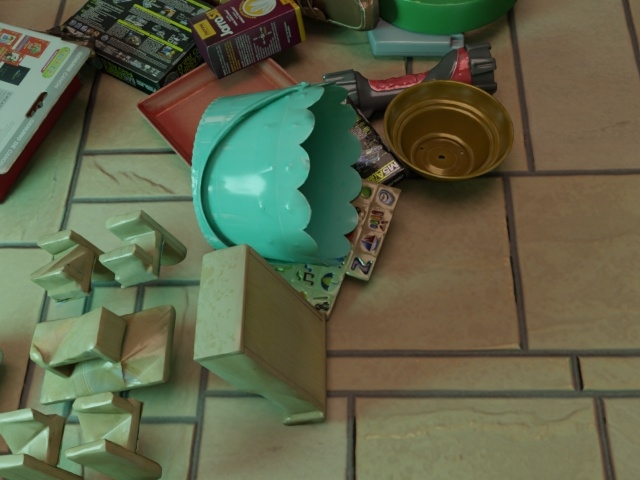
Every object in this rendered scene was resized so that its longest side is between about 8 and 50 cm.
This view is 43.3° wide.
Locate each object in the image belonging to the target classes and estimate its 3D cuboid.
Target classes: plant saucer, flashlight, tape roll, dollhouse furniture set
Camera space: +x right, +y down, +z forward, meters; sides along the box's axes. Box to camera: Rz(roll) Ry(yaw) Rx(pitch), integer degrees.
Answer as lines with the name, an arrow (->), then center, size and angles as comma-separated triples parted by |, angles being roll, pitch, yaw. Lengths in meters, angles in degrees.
plant saucer -> -0.164, -0.230, 1.463 | 0.258, 0.047, 0.259 | -34, 56, -15
flashlight -> 0.158, -0.287, 1.452 | 0.304, 0.103, 0.103 | -7, 33, 2
tape roll -> 0.233, -0.536, 1.549 | 0.321, 0.077, 0.321 | -2, 59, 3
dollhouse furniture set -> -0.220, 0.168, 1.181 | 0.394, 0.256, 0.362 | -14, 55, 21

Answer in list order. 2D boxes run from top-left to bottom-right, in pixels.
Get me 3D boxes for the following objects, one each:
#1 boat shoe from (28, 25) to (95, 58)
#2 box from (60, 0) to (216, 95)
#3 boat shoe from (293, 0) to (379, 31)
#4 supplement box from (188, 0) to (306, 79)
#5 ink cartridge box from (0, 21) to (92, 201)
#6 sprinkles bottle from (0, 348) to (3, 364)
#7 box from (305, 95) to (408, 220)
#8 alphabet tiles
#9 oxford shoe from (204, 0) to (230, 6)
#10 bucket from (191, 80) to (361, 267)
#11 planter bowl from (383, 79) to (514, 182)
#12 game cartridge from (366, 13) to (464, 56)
boat shoe -> -0.491, -0.384, 1.536 | 0.152, 0.056, 0.049 | 18, 96, 13
box -> -0.349, -0.412, 1.595 | 0.270, 0.060, 0.216 | 28, 64, 20
boat shoe -> -0.011, -0.471, 1.548 | 0.116, 0.123, 0.324 | -27, 43, -23
supplement box -> -0.135, -0.391, 1.496 | 0.188, 0.081, 0.104 | -26, 54, -9
ink cartridge box -> -0.581, -0.233, 1.464 | 0.272, 0.130, 0.309 | 17, 62, 15
sprinkles bottle -> -0.571, 0.304, 1.143 | 0.121, 0.121, 0.355 | 6, 60, 9
box -> 0.019, -0.127, 1.364 | 0.191, 0.045, 0.184 | -36, 69, 1
alphabet tiles -> 0.000, 0.000, 1.301 | 0.198, 0.009, 0.237 | 17, 79, 17
oxford shoe -> -0.180, -0.467, 1.610 | 0.212, 0.076, 0.076 | 24, 89, 23
bucket -> -0.059, -0.096, 1.204 | 0.183, 0.281, 0.281 | 1, 58, 18
planter bowl -> 0.211, -0.165, 1.373 | 0.217, 0.090, 0.217 | 1, 57, -1
game cartridge -> 0.185, -0.480, 1.594 | 0.198, 0.062, 0.297 | 0, 59, 10
